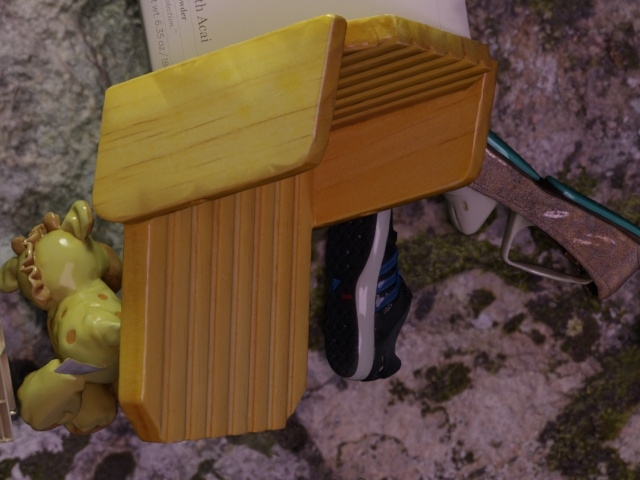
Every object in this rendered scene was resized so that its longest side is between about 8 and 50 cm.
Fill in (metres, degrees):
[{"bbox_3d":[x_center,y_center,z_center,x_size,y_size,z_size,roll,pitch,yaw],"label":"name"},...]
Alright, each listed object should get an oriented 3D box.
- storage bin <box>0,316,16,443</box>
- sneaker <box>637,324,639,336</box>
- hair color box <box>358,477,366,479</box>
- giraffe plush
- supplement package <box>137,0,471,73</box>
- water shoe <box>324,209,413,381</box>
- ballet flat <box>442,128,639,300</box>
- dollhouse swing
[{"bbox_3d":[-0.424,0.071,1.633,0.262,0.123,0.260,-9,103,-8],"label":"storage bin"},{"bbox_3d":[0.417,0.003,1.917,0.125,0.104,0.262,45,102,7],"label":"sneaker"},{"bbox_3d":[0.007,0.319,1.826,0.167,0.093,0.053,-41,105,-9],"label":"hair color box"},{"bbox_3d":[-0.227,0.066,1.713,0.181,0.210,0.170,-27,68,2],"label":"giraffe plush"},{"bbox_3d":[-0.028,-0.255,1.691,0.293,0.175,0.177,-11,103,-5],"label":"supplement package"},{"bbox_3d":[0.052,0.041,1.840,0.080,0.073,0.203,6,93,-44],"label":"water shoe"},{"bbox_3d":[0.198,-0.035,1.852,0.316,0.107,0.106,33,99,-16],"label":"ballet flat"},{"bbox_3d":[0.000,0.000,1.620,0.315,0.347,0.305,-15,81,26],"label":"dollhouse swing"}]
